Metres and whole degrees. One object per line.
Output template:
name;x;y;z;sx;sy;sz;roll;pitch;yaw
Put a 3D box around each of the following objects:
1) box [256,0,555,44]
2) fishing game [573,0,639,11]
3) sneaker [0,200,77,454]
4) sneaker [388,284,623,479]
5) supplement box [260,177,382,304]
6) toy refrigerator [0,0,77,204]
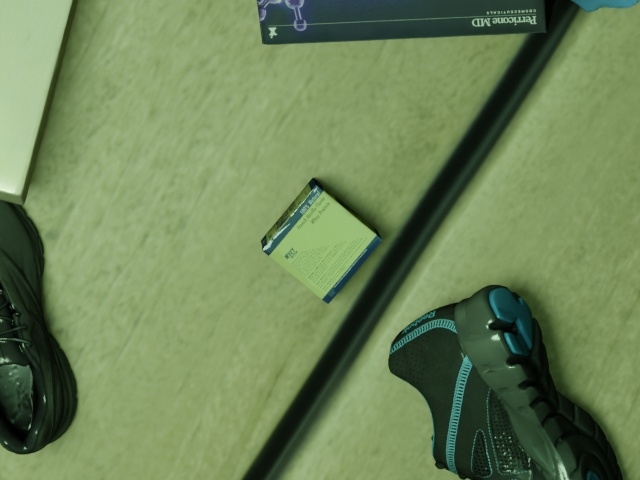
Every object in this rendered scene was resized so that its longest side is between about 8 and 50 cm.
box;0.072;-0.279;1.721;0.261;0.103;0.184;-2;117;13
fishing game;0.245;-0.292;1.768;0.264;0.041;0.189;24;139;13
sneaker;-0.302;0.068;1.799;0.109;0.130;0.286;-21;99;2
sneaker;0.192;0.204;1.876;0.140;0.125;0.340;-21;104;27
supplement box;0.000;0.000;1.843;0.083;0.056;0.083;39;95;-9
toy refrigerator;-0.281;-0.176;1.743;0.094;0.102;0.269;14;85;-6
